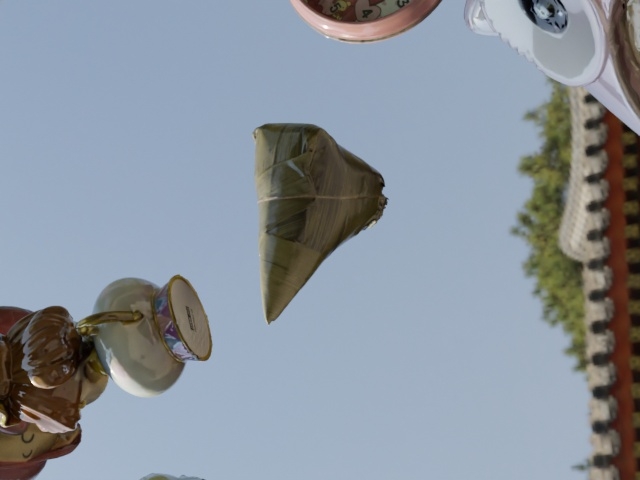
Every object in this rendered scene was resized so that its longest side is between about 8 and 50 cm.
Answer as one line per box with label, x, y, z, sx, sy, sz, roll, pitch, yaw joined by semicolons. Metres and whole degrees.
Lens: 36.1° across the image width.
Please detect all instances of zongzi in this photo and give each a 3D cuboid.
zongzi;0.000;0.000;1.451;0.274;0.145;0.300;26;-116;-56

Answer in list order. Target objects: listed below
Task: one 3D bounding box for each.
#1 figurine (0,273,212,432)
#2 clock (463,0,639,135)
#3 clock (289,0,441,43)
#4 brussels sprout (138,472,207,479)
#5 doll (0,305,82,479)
figurine;-0.260;0.126;1.092;0.189;0.263;0.142;54;-160;-60
clock;0.295;-0.207;0.630;0.368;0.376;0.250;92;-158;-49
clock;0.061;-0.371;1.252;0.056;0.244;0.244;20;-120;-68
brussels sprout;-0.237;0.496;1.526;0.227;0.294;0.259;13;-69;-31
doll;-0.426;0.216;1.341;0.152;0.196;0.256;81;-171;-83
